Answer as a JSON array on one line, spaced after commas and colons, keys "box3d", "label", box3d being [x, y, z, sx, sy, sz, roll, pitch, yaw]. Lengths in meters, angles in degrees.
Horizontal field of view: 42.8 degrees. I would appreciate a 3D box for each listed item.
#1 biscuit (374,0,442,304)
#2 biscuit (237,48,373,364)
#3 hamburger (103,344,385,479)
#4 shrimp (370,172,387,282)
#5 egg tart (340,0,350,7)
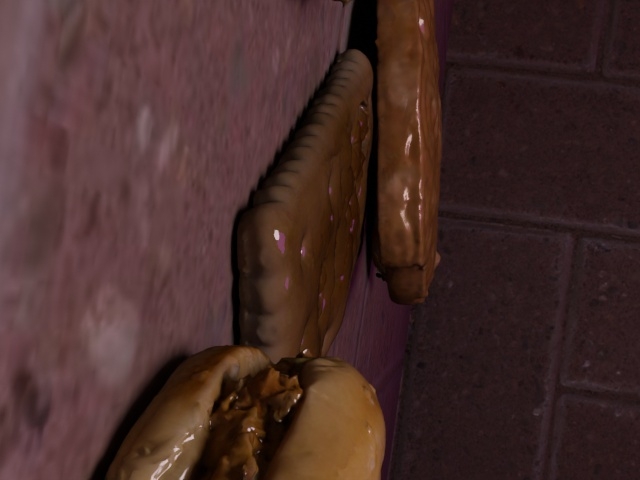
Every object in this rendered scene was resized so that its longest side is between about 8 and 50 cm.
[{"box3d": [0.101, -0.130, 0.888, 0.365, 0.062, 0.385, 61, 29, -73], "label": "biscuit"}, {"box3d": [0.000, 0.000, 0.628, 0.325, 0.044, 0.217, -66, 160, -58], "label": "biscuit"}, {"box3d": [-0.034, 0.150, 0.381, 0.214, 0.108, 0.214, 12, 90, -84], "label": "hamburger"}, {"box3d": [0.103, -0.081, 1.153, 0.185, 0.068, 0.287, 43, 46, -79], "label": "shrimp"}, {"box3d": [0.087, -0.254, 0.466, 0.290, 0.115, 0.290, -58, 176, -6], "label": "egg tart"}]
